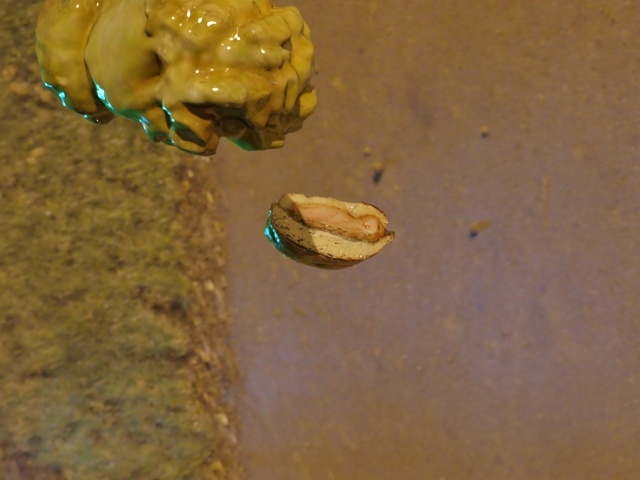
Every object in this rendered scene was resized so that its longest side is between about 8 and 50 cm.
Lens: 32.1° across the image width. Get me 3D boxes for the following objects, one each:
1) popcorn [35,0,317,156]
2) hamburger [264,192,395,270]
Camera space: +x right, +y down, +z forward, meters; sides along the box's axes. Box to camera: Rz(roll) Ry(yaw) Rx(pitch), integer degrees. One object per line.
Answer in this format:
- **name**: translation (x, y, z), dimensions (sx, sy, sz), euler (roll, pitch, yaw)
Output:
- **popcorn**: translation (-0.127, -0.182, 1.122), dimensions (0.286, 0.225, 0.174), euler (15, 105, 33)
- **hamburger**: translation (0.002, 0.003, 1.470), dimensions (0.102, 0.176, 0.087), euler (129, 138, -52)
